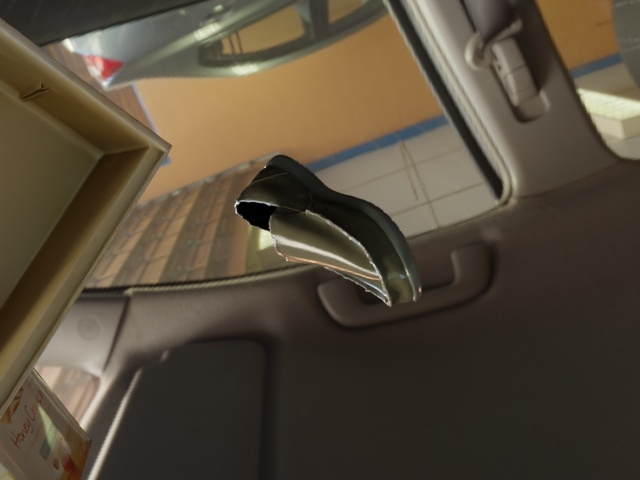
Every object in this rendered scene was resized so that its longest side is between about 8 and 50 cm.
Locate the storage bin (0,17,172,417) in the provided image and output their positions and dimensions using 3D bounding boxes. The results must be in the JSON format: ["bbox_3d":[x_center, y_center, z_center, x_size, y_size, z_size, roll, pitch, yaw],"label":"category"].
[{"bbox_3d":[-0.293,-0.033,0.463,0.123,0.262,0.260,5,-118,53],"label":"storage bin"}]

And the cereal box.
[{"bbox_3d":[-0.339,0.179,0.719,0.047,0.240,0.173,-29,-160,1],"label":"cereal box"}]

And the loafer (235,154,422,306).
[{"bbox_3d":[0.000,0.000,0.680,0.087,0.094,0.251,-36,-138,-18],"label":"loafer"}]
